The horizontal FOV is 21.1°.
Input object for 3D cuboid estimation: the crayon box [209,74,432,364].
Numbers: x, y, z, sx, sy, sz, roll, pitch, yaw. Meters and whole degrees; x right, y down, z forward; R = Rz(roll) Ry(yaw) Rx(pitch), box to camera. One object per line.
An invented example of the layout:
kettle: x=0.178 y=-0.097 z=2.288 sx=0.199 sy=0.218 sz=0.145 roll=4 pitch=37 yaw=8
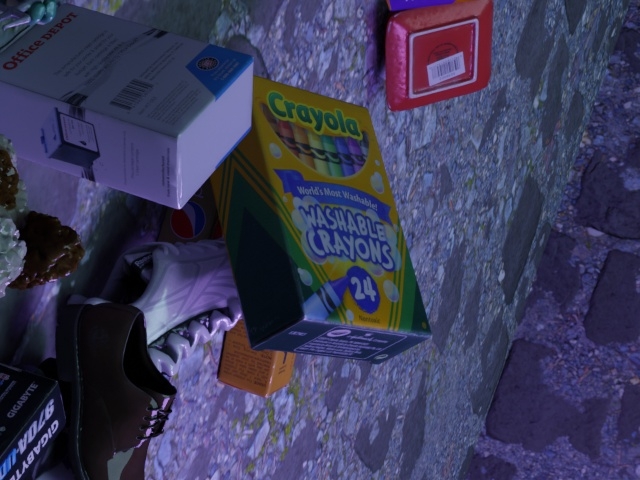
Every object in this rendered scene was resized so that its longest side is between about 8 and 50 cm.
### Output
crayon box: x=-0.015 y=-0.043 z=1.763 sx=0.203 sy=0.083 sz=0.323 roll=11 pitch=57 yaw=-49

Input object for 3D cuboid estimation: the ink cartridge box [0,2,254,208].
ink cartridge box: x=-0.170 y=-0.118 z=1.455 sx=0.139 sy=0.191 sz=0.082 roll=-52 pitch=153 yaw=-47

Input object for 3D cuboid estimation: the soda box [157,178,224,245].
soda box: x=-0.123 y=-0.046 z=1.847 sx=0.061 sy=0.058 sz=0.181 roll=15 pitch=90 yaw=-70

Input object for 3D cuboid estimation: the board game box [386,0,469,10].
board game box: x=0.213 y=-0.505 z=1.807 sx=0.356 sy=0.357 sz=0.356 roll=69 pitch=17 yaw=-60

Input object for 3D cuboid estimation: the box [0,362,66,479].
box: x=-0.321 y=0.169 z=1.283 sx=0.220 sy=0.175 sz=0.051 roll=-57 pitch=153 yaw=-42

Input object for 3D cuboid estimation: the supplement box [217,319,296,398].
supplement box: x=-0.061 y=0.068 z=2.084 sx=0.078 sy=0.080 sz=0.233 roll=-21 pitch=122 yaw=-66

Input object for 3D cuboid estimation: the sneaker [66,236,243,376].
sneaker: x=-0.135 y=0.043 z=1.737 sx=0.292 sy=0.110 sz=0.118 roll=-38 pitch=112 yaw=-36

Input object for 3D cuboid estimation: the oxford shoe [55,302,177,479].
oxford shoe: x=-0.177 y=0.168 z=1.566 sx=0.083 sy=0.096 sz=0.227 roll=-30 pitch=113 yaw=-70

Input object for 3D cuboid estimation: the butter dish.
butter dish: x=0.143 y=-0.276 z=2.343 sx=0.160 sy=0.118 sz=0.160 roll=-16 pitch=130 yaw=-17

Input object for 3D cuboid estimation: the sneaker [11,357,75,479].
sneaker: x=-0.289 y=0.179 z=1.538 sx=0.283 sy=0.107 sz=0.124 roll=-32 pitch=119 yaw=-68

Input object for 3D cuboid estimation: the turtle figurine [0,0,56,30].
turtle figurine: x=-0.261 y=-0.226 z=1.249 sx=0.175 sy=0.118 sz=0.234 roll=52 pitch=41 yaw=-15

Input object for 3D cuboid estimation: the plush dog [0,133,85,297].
plush dog: x=-0.295 y=-0.029 z=1.197 sx=0.210 sy=0.262 sz=0.225 roll=-47 pitch=164 yaw=29
